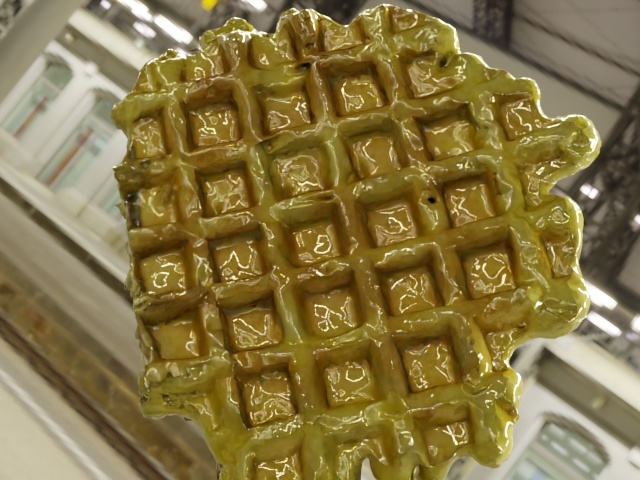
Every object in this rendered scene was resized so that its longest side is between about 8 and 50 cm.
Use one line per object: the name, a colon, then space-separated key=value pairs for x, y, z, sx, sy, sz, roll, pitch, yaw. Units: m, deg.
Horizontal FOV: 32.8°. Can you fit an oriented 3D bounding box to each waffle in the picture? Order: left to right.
waffle: x=0.001 y=0.001 z=0.628 sx=0.307 sy=0.311 sz=0.060 roll=18 pitch=-19 yaw=15
